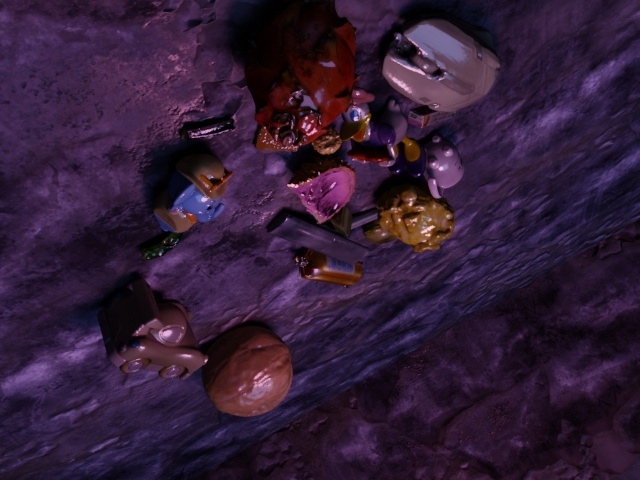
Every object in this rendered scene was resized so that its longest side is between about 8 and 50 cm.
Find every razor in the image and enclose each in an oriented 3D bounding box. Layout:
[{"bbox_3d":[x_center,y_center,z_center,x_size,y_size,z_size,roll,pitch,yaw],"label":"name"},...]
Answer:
[{"bbox_3d":[0.105,-0.060,1.915,0.277,0.056,0.111,-17,145,-20],"label":"razor"}]

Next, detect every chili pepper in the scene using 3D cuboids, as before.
[{"bbox_3d":[-0.430,-0.002,1.563,0.182,0.050,0.073,-38,155,23],"label":"chili pepper"}]

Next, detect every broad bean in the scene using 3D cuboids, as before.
[{"bbox_3d":[0.223,-0.027,2.020,0.124,0.082,0.174,-17,159,13],"label":"broad bean"}]

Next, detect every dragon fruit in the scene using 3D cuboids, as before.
[{"bbox_3d":[-0.042,-0.366,1.183,0.250,0.250,0.315,-17,104,-20],"label":"dragon fruit"}]

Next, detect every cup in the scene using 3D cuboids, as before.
[{"bbox_3d":[0.369,-0.241,1.777,0.173,0.134,0.142,-52,147,-2],"label":"cup"}]

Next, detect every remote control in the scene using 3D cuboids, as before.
[{"bbox_3d":[0.000,0.000,1.853,0.377,0.044,0.107,22,141,-38],"label":"remote control"}]

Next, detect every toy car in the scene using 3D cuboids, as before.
[{"bbox_3d":[-0.501,0.278,1.749,0.226,0.242,0.336,-41,146,14],"label":"toy car"}]

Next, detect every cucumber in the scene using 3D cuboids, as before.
[{"bbox_3d":[-0.271,-0.266,1.335,0.134,0.033,0.034,-16,-176,-21],"label":"cucumber"}]

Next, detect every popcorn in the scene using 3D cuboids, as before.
[{"bbox_3d":[0.317,-0.098,1.875,0.250,0.241,0.235,37,80,-21],"label":"popcorn"},{"bbox_3d":[0.018,-0.275,1.517,0.082,0.083,0.057,12,173,-5],"label":"popcorn"}]

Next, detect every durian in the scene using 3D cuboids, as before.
[{"bbox_3d":[0.012,-0.168,1.644,0.191,0.112,0.341,-41,156,2],"label":"durian"}]

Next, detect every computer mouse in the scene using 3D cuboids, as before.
[{"bbox_3d":[0.345,-0.450,1.462,0.428,0.145,0.228,4,138,-42],"label":"computer mouse"}]

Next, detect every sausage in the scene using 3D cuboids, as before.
[{"bbox_3d":[0.012,0.097,2.014,0.317,0.117,0.125,14,114,-46],"label":"sausage"}]

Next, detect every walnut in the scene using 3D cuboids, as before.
[{"bbox_3d":[-0.284,0.519,2.193,0.381,0.381,0.381,-21,148,-14],"label":"walnut"}]

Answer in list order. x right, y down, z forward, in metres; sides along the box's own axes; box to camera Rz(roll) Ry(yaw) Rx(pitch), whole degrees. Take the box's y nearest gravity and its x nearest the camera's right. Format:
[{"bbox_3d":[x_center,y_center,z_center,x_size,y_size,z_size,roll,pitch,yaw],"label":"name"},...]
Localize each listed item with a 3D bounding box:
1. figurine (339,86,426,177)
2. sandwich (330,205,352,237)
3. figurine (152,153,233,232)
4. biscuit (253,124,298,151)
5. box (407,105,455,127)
[{"bbox_3d":[0.154,-0.302,1.506,0.420,0.154,0.193,8,96,-51],"label":"figurine"},{"bbox_3d":[0.082,-0.069,1.800,0.074,0.116,0.074,-37,117,-7],"label":"sandwich"},{"bbox_3d":[-0.326,-0.120,1.420,0.180,0.154,0.262,-16,165,-37],"label":"figurine"},{"bbox_3d":[-0.086,-0.317,1.405,0.131,0.025,0.231,-1,141,-27],"label":"biscuit"},{"bbox_3d":[0.322,-0.365,1.585,0.207,0.050,0.041,-27,137,-45],"label":"box"}]
